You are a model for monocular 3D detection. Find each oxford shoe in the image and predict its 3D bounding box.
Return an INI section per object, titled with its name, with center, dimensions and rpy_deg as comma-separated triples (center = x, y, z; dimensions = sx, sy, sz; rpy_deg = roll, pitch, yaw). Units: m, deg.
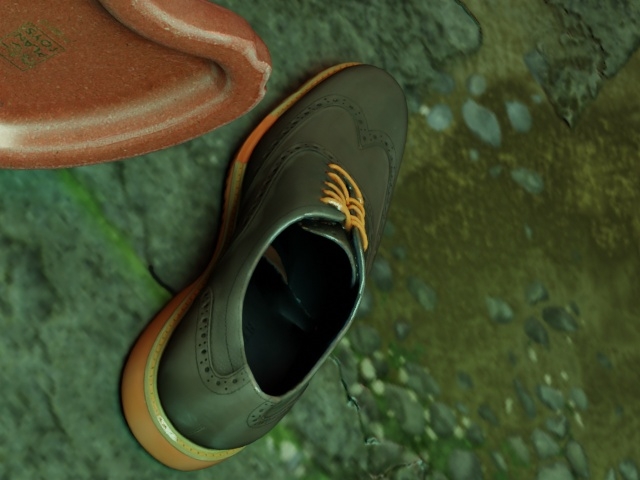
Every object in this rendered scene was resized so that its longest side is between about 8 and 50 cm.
[oxford shoe]
center = 0.000, 0.000, 0.914
dimensions = 0.097, 0.098, 0.271
rpy_deg = 40, 51, -20

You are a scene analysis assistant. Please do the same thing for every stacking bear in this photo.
[stacking bear]
center = -0.137, -0.193, 0.847
dimensions = 0.175, 0.164, 0.289
rpy_deg = 38, 37, -47
